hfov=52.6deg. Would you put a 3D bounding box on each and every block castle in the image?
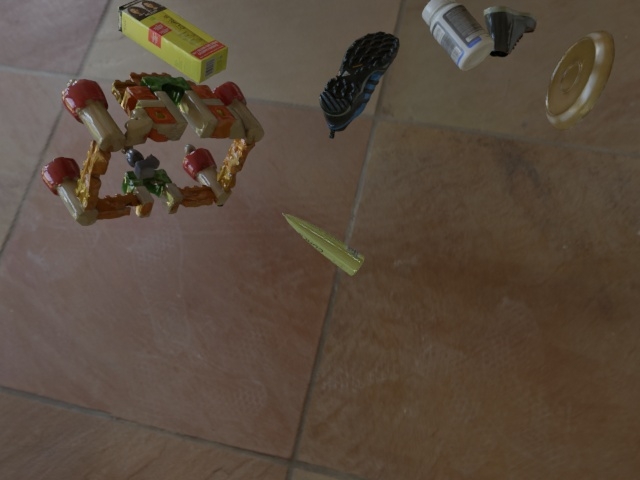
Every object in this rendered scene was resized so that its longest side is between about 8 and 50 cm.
[{"bbox_3d":[-0.383,-0.225,1.497,0.453,0.303,0.213,-12,56,-44],"label":"block castle"}]

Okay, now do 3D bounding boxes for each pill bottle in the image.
[{"bbox_3d":[0.258,-0.397,1.225,0.078,0.078,0.137,-32,75,-6],"label":"pill bottle"}]

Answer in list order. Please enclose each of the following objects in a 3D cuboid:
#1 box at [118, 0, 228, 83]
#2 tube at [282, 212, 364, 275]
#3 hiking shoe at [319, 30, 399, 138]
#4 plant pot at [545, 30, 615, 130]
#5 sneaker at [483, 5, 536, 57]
[{"bbox_3d":[-0.305,-0.415,1.331,0.232,0.058,0.087,36,51,15],"label":"box"},{"bbox_3d":[0.000,0.000,1.649,0.240,0.070,0.062,35,50,-7],"label":"tube"},{"bbox_3d":[0.095,-0.410,1.661,0.113,0.132,0.304,34,70,16],"label":"hiking shoe"},{"bbox_3d":[0.581,-0.368,1.479,0.032,0.236,0.236,17,70,-9],"label":"plant pot"},{"bbox_3d":[0.500,-0.541,1.715,0.083,0.222,0.118,4,99,46],"label":"sneaker"}]
